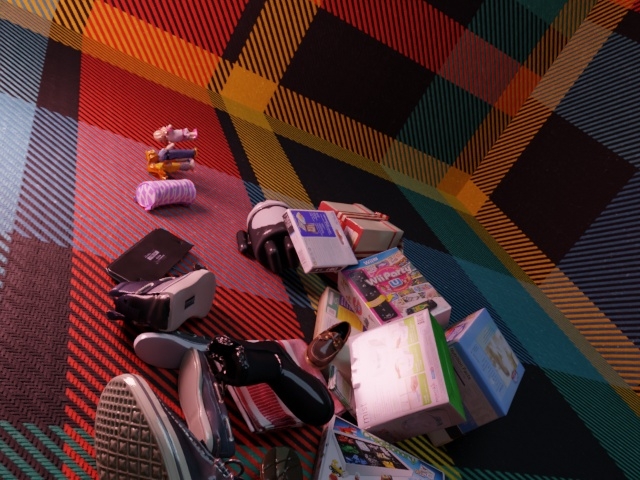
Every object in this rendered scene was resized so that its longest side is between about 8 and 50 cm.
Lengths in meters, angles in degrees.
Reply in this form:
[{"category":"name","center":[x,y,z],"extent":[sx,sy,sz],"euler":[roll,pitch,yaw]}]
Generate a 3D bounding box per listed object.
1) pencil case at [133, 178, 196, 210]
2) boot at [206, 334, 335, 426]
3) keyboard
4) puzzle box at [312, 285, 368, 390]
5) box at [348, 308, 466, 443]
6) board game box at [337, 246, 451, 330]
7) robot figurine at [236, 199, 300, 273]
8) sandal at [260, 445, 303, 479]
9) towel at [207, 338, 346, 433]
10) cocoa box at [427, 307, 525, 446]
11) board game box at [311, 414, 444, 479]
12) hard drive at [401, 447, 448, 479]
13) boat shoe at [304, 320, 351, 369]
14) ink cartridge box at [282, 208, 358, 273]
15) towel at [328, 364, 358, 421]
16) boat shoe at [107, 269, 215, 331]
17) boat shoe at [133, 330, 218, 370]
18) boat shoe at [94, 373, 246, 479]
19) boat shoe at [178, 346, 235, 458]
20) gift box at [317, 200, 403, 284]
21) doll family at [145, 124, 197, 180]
[{"category":"pencil case","center":[-0.481,-0.146,1.861],"extent":[0.206,0.086,0.088],"euler":[-18,88,-59]},{"category":"boot","center":[-0.106,0.292,1.223],"extent":[0.246,0.094,0.207],"euler":[43,13,29]},{"category":"keyboard","center":[-0.415,0.069,1.578],"extent":[0.201,0.033,0.317],"euler":[29,24,-1]},{"category":"puzzle box","center":[0.110,0.307,1.743],"extent":[0.272,0.052,0.409],"euler":[29,23,-7]},{"category":"box","center":[0.202,0.334,1.453],"extent":[0.127,0.231,0.262],"euler":[49,25,-41]},{"category":"board game box","center":[0.218,0.176,1.824],"extent":[0.224,0.097,0.303],"euler":[-19,44,-20]},{"category":"robot figurine","center":[-0.144,-0.018,1.912],"extent":[0.209,0.173,0.278],"euler":[19,27,-28]},{"category":"sandal","center":[-0.074,0.500,1.124],"extent":[0.090,0.060,0.219],"euler":[11,44,-29]},{"category":"towel","center":[-0.093,0.325,1.383],"extent":[0.329,0.037,0.237],"euler":[12,36,-54]},{"category":"cocoa box","center":[0.402,0.375,1.683],"extent":[0.231,0.228,0.347],"euler":[58,27,7]},{"category":"board game box","center":[0.132,0.529,1.295],"extent":[0.305,0.053,0.193],"euler":[29,30,-5]},{"category":"hard drive","center":[0.245,0.569,1.427],"extent":[0.135,0.022,0.094],"euler":[33,23,1]},{"category":"boat shoe","center":[0.024,0.266,1.553],"extent":[0.073,0.073,0.207],"euler":[40,24,6]},{"category":"ink cartridge box","center":[0.000,0.000,1.838],"extent":[0.208,0.045,0.206],"euler":[-1,59,-45]},{"category":"towel","center":[0.076,0.392,1.489],"extent":[0.152,0.023,0.113],"euler":[49,13,-11]},{"category":"boat shoe","center":[-0.368,0.128,1.409],"extent":[0.158,0.127,0.340],"euler":[8,2,8]},{"category":"boat shoe","center":[-0.311,0.234,1.323],"extent":[0.228,0.080,0.076],"euler":[16,22,-36]},{"category":"boat shoe","center":[-0.203,0.428,0.948],"extent":[0.500,0.187,0.156],"euler":[49,22,23]},{"category":"boat shoe","center":[-0.230,0.328,1.211],"extent":[0.079,0.095,0.254],"euler":[14,30,-34]},{"category":"gift box","center":[0.126,0.029,2.078],"extent":[0.258,0.255,0.276],"euler":[2,32,-48]},{"category":"doll family","center":[-0.499,-0.275,1.970],"extent":[0.163,0.263,0.118],"euler":[-7,73,-22]}]
